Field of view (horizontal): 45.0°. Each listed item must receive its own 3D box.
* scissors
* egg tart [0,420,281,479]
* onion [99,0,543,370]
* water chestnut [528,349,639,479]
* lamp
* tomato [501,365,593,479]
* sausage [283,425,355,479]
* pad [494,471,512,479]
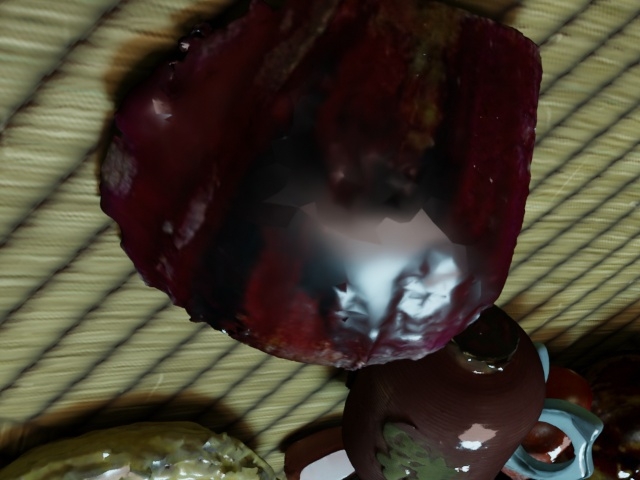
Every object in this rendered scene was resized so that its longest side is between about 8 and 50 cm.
[{"bbox_3d":[0.149,0.237,0.906,0.360,0.191,0.029,-39,176,37],"label":"scissors"},{"bbox_3d":[-0.193,0.313,0.762,0.352,0.150,0.352,-14,142,-11],"label":"egg tart"},{"bbox_3d":[0.000,0.000,0.517,0.280,0.146,0.314,0,139,-26],"label":"onion"},{"bbox_3d":[0.412,0.287,0.984,0.289,0.244,0.289,-20,122,-35],"label":"water chestnut"},{"bbox_3d":[0.107,0.154,0.744,0.180,0.180,0.258,-8,140,-24],"label":"lamp"},{"bbox_3d":[0.247,0.206,0.932,0.139,0.091,0.159,-53,-179,-42],"label":"tomato"},{"bbox_3d":[0.003,0.243,0.868,0.094,0.054,0.059,-21,106,-8],"label":"sausage"},{"bbox_3d":[0.345,0.366,1.260,0.220,0.004,0.330,13,127,-40],"label":"pad"}]
